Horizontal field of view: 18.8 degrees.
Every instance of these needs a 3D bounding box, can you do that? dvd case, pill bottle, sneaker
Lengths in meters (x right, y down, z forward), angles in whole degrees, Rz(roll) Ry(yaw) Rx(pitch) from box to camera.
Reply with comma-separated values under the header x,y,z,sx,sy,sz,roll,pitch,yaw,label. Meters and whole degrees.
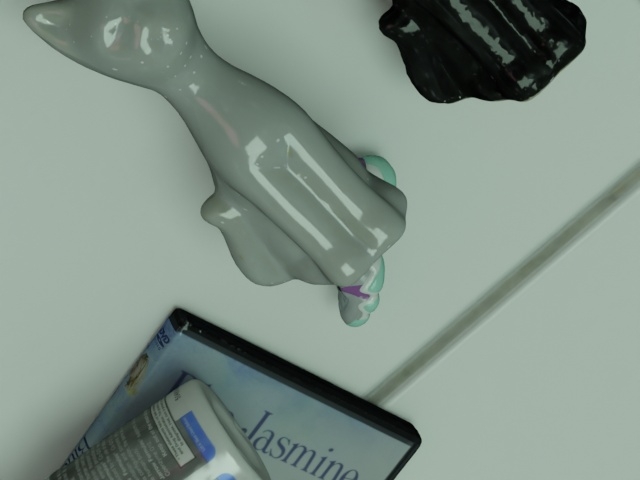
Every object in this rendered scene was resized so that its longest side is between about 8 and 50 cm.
x,y,z,sx,sy,sz,roll,pitch,yaw,label
-0.080,0.174,1.119,0.180,0.022,0.253,29,105,-30,dvd case
-0.101,0.142,1.034,0.137,0.078,0.078,-34,123,2,pill bottle
0.000,0.000,1.046,0.069,0.038,0.098,0,108,-18,sneaker

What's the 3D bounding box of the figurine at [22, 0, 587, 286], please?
x,y,z,sx,sy,sz,roll,pitch,yaw,label
-0.011,-0.110,0.944,0.215,0.092,0.209,-46,114,-5,figurine
